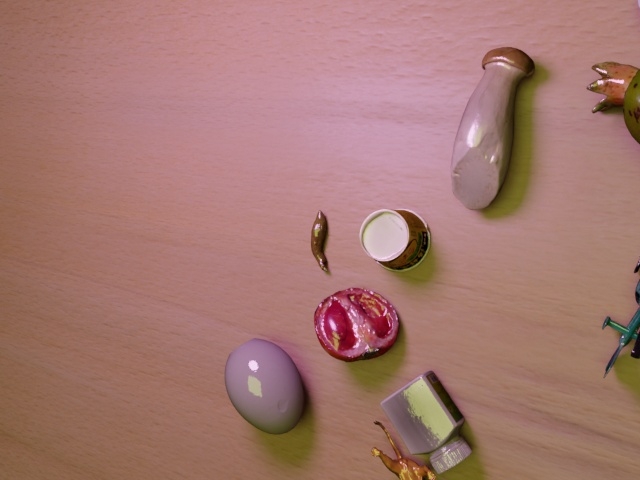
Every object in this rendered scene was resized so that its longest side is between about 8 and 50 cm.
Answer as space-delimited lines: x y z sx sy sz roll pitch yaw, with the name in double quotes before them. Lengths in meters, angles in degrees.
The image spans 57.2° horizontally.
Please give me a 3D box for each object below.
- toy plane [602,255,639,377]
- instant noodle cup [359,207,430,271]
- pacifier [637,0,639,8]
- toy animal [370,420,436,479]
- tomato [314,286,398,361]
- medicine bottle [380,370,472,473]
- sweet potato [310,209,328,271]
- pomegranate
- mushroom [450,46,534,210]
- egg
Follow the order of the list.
"toy plane" 0.618 0.085 1.078 0.106 0.155 0.382 32 117 24
"instant noodle cup" 0.161 -0.004 1.324 0.151 0.122 0.151 -1 87 24
"pacifier" 0.712 -0.512 1.044 0.279 0.207 0.227 -19 60 24
"toy animal" 0.190 0.515 1.298 0.114 0.116 0.255 -21 70 0
"tomato" 0.078 0.205 1.370 0.189 0.099 0.173 -14 59 -14
"medicine bottle" 0.237 0.398 1.274 0.132 0.088 0.188 -39 71 18
"sweet potato" -0.004 0.002 1.454 0.041 0.038 0.153 -8 84 49
"pomegranate" 0.621 -0.249 1.054 0.285 0.231 0.231 11 91 33
"mushroom" 0.357 -0.239 1.248 0.128 0.128 0.350 17 89 26
"egg" -0.131 0.353 1.414 0.176 0.176 0.232 -36 81 20
